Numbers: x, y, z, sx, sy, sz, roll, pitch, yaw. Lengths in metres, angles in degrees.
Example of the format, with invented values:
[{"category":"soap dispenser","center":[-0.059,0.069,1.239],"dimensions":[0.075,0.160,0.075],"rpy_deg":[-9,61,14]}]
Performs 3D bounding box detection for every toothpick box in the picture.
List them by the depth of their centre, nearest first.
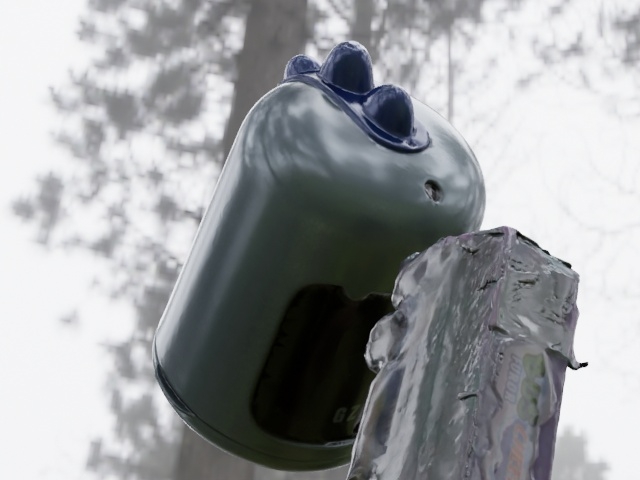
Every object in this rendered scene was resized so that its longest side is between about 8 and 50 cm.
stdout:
[{"category":"toothpick box","center":[0.000,0.000,1.568],"dimensions":[0.263,0.263,0.355],"rpy_deg":[16,-55,-11]}]

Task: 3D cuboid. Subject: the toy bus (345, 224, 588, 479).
[{"category":"toy bus","center":[0.089,0.133,1.140],"dimensions":[0.112,0.317,0.138],"rpy_deg":[32,-40,-24]}]
